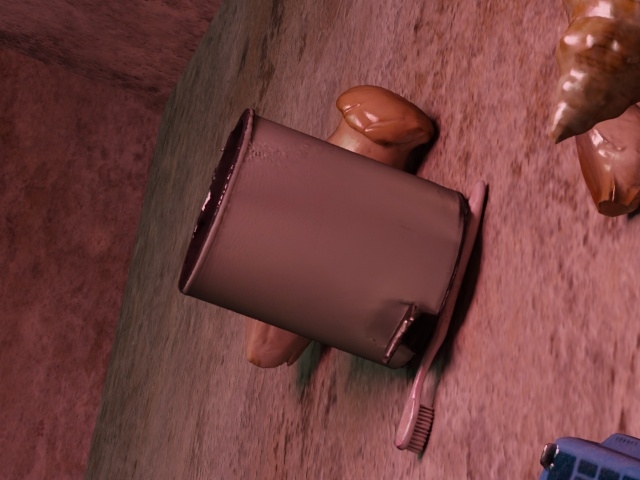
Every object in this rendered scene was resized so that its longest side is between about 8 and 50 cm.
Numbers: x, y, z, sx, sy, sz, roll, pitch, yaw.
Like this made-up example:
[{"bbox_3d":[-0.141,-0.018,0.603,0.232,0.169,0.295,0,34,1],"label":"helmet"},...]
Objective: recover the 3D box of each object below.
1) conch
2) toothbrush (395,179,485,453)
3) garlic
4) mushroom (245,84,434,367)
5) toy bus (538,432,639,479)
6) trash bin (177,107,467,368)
[{"bbox_3d":[0.296,-0.218,0.911,0.386,0.170,0.203,-41,36,-17],"label":"conch"},{"bbox_3d":[0.137,0.079,1.270,0.025,0.029,0.307,-15,55,68],"label":"toothbrush"},{"bbox_3d":[0.249,-0.087,1.025,0.152,0.066,0.084,-94,26,-46],"label":"garlic"},{"bbox_3d":[0.008,-0.022,1.572,0.407,0.137,0.154,-60,5,24],"label":"mushroom"},{"bbox_3d":[0.224,0.202,0.737,0.234,0.116,0.134,8,79,70],"label":"toy bus"},{"bbox_3d":[0.000,0.000,1.314,0.277,0.262,0.217,-87,19,-58],"label":"trash bin"}]
